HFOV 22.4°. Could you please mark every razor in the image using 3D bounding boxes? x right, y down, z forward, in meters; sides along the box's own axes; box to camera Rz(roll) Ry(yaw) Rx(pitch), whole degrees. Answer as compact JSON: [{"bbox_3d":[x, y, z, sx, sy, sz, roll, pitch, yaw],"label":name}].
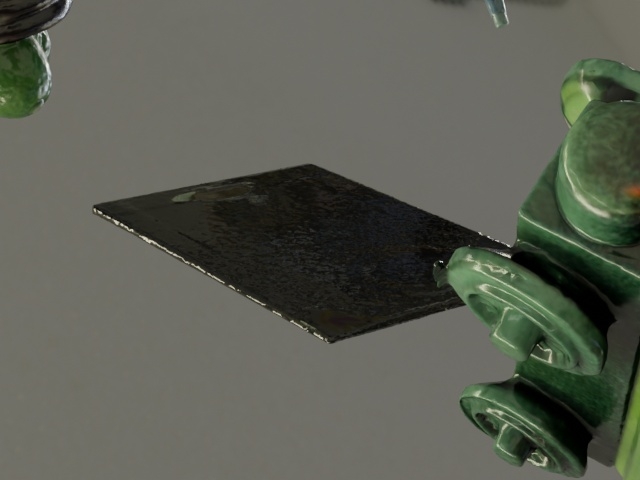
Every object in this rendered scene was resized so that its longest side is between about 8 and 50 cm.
[{"bbox_3d":[0.178,-0.293,1.752,0.068,0.040,0.135,-1,-111,-50],"label":"razor"}]

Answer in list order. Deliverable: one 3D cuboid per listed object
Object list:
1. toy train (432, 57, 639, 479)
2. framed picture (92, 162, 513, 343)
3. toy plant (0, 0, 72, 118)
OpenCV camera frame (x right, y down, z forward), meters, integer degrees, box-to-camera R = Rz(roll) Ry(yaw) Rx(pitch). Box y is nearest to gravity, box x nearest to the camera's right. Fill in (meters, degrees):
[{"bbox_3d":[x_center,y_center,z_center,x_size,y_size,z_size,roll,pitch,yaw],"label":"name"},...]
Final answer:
[{"bbox_3d":[0.130,0.041,0.558,0.157,0.253,0.105,30,-108,17],"label":"toy train"},{"bbox_3d":[0.000,0.000,1.324,0.244,0.013,0.324,-12,-155,-37],"label":"framed picture"},{"bbox_3d":[-0.362,-0.248,1.804,0.175,0.235,0.218,-11,-148,-9],"label":"toy plant"}]
